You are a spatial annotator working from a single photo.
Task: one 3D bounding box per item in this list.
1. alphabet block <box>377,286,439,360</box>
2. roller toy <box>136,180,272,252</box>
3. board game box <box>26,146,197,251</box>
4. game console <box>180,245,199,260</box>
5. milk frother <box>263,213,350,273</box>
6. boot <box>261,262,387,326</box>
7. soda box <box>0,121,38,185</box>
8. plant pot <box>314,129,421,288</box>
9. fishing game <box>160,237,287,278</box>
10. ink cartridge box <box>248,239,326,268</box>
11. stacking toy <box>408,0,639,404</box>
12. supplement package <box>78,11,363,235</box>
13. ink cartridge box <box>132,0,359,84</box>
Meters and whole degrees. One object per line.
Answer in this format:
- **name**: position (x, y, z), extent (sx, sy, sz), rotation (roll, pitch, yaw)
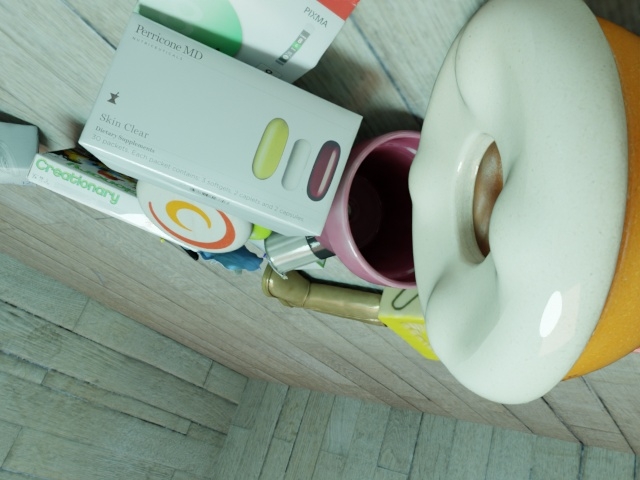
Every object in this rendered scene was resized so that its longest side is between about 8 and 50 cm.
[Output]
- **alphabet block**: position (0.229, 0.071, 0.811), extent (0.192, 0.197, 0.193), rotation (-3, 148, 41)
- **roller toy**: position (-0.181, -0.090, 0.834), extent (0.191, 0.146, 0.209), rotation (-5, 139, 31)
- **board game box**: position (-0.352, -0.082, 0.975), extent (0.305, 0.053, 0.193), rotation (24, -171, -12)
- **game console**: position (-0.341, -0.014, 1.207), extent (0.071, 0.107, 0.122), rotation (-17, 148, 8)
- **milk frother**: position (0.000, 0.000, 0.896), extent (0.134, 0.129, 0.143), rotation (-18, 133, 24)
- **boot**: position (0.020, 0.125, 1.228), extent (0.269, 0.089, 0.236), rotation (10, 165, 19)
- **soda box**: position (-0.681, -0.167, 0.958), extent (0.286, 0.098, 0.091), rotation (2, 164, -28)
- **plant pot**: position (0.076, -0.041, 0.721), extent (0.201, 0.201, 0.180), rotation (30, 169, -24)
- **fishing game**: position (-0.201, 0.027, 1.054), extent (0.264, 0.041, 0.189), rotation (18, -166, -27)
- **ink cartridge box**: position (-0.084, -0.018, 1.016), extent (0.109, 0.062, 0.209), rotation (-3, 148, 42)
- **stacking toy**: position (0.345, -0.029, 0.485), extent (0.479, 0.351, 0.351), rotation (2, 157, -6)
- **supplement package**: position (-0.116, -0.116, 0.630), extent (0.261, 0.145, 0.204), rotation (20, 175, -13)
- **ink cartridge box**: position (-0.056, -0.243, 0.505), extent (0.181, 0.056, 0.224), rotation (23, 158, -31)
